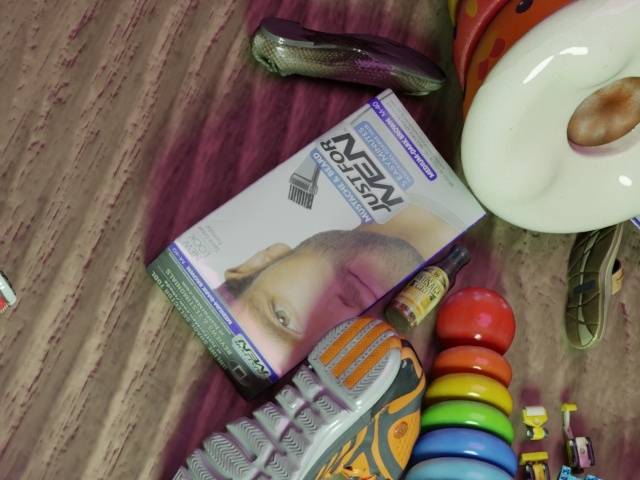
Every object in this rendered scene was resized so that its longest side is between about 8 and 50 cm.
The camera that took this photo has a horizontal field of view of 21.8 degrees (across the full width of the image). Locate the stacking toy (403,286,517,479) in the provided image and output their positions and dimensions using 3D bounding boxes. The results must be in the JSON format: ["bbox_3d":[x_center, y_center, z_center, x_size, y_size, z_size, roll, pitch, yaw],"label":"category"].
[{"bbox_3d":[0.162,0.199,1.800,0.141,0.141,0.330,20,59,-16],"label":"stacking toy"}]

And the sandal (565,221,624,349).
[{"bbox_3d":[0.332,0.051,1.971,0.049,0.072,0.180,27,62,-30],"label":"sandal"}]

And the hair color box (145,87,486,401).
[{"bbox_3d":[0.000,0.000,1.816,0.339,0.110,0.185,-37,89,-30],"label":"hair color box"}]

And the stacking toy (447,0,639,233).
[{"bbox_3d":[0.256,-0.274,1.959,0.350,0.350,0.480,-1,43,-25],"label":"stacking toy"}]

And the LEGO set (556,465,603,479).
[{"bbox_3d":[0.319,0.323,1.836,0.227,0.093,0.087,19,52,4],"label":"LEGO set"}]

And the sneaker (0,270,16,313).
[{"bbox_3d":[-0.433,0.007,1.638,0.279,0.107,0.118,32,79,-6],"label":"sneaker"}]

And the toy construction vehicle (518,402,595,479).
[{"bbox_3d":[0.262,0.235,1.885,0.086,0.035,0.098,-5,74,-19],"label":"toy construction vehicle"}]

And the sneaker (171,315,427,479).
[{"bbox_3d":[-0.009,0.234,1.706,0.321,0.180,0.124,-40,52,-1],"label":"sneaker"}]

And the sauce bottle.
[{"bbox_3d":[0.124,0.051,1.889,0.042,0.042,0.128,45,58,-2],"label":"sauce bottle"}]

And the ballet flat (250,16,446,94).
[{"bbox_3d":[0.031,-0.206,1.947,0.250,0.058,0.084,8,31,-27],"label":"ballet flat"}]

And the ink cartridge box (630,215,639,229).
[{"bbox_3d":[0.480,-0.120,2.105,0.176,0.069,0.371,46,57,-1],"label":"ink cartridge box"}]
